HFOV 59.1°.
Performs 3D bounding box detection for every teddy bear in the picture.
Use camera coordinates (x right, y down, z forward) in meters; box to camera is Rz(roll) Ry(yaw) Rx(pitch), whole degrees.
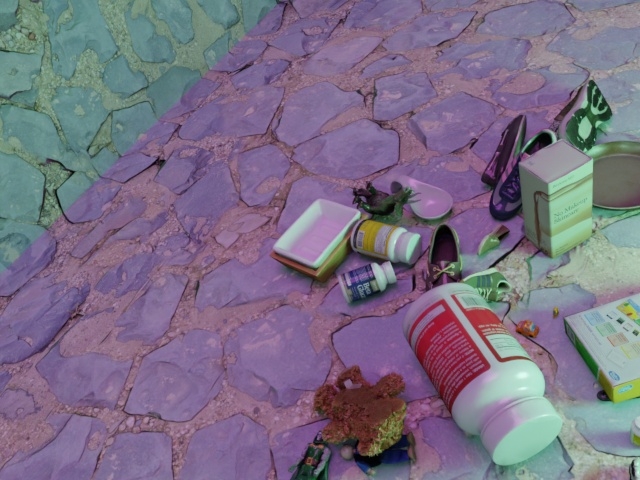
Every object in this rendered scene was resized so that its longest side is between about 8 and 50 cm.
[{"bbox_3d":[0.105,0.429,1.434,0.338,0.113,0.245,-2,29,49],"label":"teddy bear"}]

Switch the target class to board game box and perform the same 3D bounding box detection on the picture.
[{"bbox_3d":[0.788,0.231,1.342,0.317,0.064,0.242,-19,34,6],"label":"board game box"}]

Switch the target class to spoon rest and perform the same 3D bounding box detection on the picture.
[{"bbox_3d":[0.338,-0.156,1.956,0.137,0.084,0.276,-37,43,-13],"label":"spoon rest"}]

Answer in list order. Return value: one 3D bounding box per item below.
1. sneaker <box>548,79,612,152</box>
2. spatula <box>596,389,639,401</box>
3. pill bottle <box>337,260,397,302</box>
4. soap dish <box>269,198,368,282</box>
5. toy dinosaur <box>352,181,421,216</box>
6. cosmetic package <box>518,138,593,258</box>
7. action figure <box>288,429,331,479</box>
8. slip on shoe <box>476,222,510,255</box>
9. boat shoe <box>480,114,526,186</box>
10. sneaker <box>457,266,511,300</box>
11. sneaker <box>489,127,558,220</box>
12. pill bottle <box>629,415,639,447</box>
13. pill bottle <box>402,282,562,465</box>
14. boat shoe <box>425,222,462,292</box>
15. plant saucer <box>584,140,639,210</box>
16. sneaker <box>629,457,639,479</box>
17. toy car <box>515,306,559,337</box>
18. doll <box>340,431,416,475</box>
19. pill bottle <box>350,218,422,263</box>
[{"bbox_3d":[0.856,-0.415,1.937,0.182,0.158,0.410,-19,19,51],"label":"sneaker"},{"bbox_3d":[0.787,0.334,1.289,0.296,0.030,0.084,-15,39,12],"label":"spatula"},{"bbox_3d":[0.147,0.125,1.754,0.169,0.094,0.094,-21,42,5],"label":"pill bottle"},{"bbox_3d":[0.000,0.000,1.932,0.229,0.118,0.291,20,59,39],"label":"soap dish"},{"bbox_3d":[0.198,-0.129,1.961,0.121,0.160,0.313,-69,18,-10],"label":"toy dinosaur"},{"bbox_3d":[0.668,-0.112,1.596,0.153,0.296,0.129,-29,41,-4],"label":"cosmetic package"},{"bbox_3d":[-0.031,0.582,1.406,0.137,0.063,0.232,-1,44,29],"label":"action figure"},{"bbox_3d":[0.531,0.002,1.736,0.041,0.051,0.135,32,60,30],"label":"slip on shoe"},{"bbox_3d":[0.641,-0.320,1.960,0.096,0.112,0.335,10,56,27],"label":"boat shoe"},{"bbox_3d":[0.458,0.136,1.584,0.192,0.064,0.086,-17,47,-33],"label":"sneaker"},{"bbox_3d":[0.628,-0.214,1.771,0.112,0.131,0.319,32,92,23],"label":"sneaker"},{"bbox_3d":[0.692,0.411,1.216,0.043,0.083,0.043,-13,44,13],"label":"pill bottle"},{"bbox_3d":[0.380,0.310,1.358,0.229,0.229,0.407,-26,42,-1],"label":"pill bottle"},{"bbox_3d":[0.369,0.088,1.684,0.117,0.096,0.324,-5,46,20],"label":"boat shoe"},{"bbox_3d":[0.925,-0.193,1.743,0.311,0.050,0.310,-14,42,13],"label":"plant saucer"},{"bbox_3d":[0.668,0.521,1.133,0.071,0.068,0.170,2,48,20],"label":"sneaker"},{"bbox_3d":[0.577,0.207,1.509,0.122,0.040,0.060,-39,44,-14],"label":"toy car"},{"bbox_3d":[0.139,0.515,1.400,0.189,0.046,0.129,-14,41,19],"label":"doll"},{"bbox_3d":[0.213,0.006,1.825,0.208,0.119,0.119,16,56,35],"label":"pill bottle"}]
